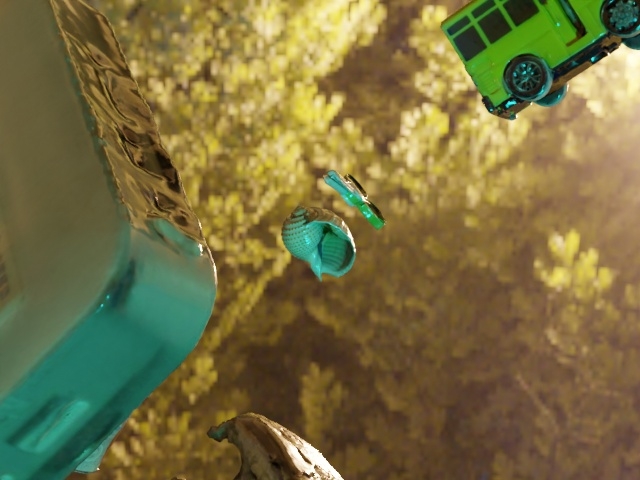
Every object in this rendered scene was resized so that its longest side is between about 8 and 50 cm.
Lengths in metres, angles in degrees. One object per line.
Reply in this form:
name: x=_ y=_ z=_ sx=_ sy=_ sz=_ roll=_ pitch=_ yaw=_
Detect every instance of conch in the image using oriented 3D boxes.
conch: x=0.000 y=-0.004 z=1.505 sx=0.076 sy=0.085 sz=0.057 roll=-13 pitch=-136 yaw=23

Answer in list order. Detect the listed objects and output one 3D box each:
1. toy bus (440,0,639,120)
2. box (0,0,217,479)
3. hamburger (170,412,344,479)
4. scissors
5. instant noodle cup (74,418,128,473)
toy bus: x=0.276 y=-0.255 z=1.563 sx=0.262 sy=0.150 sz=0.128 roll=-33 pitch=169 yaw=17
box: x=-0.266 y=0.038 z=1.002 sx=0.111 sy=0.396 sz=0.396 roll=33 pitch=-159 yaw=-40
hamburger: x=-0.020 y=0.289 z=1.155 sx=0.167 sy=0.192 sz=0.288 roll=-43 pitch=-148 yaw=2
scissors: x=0.045 y=-0.072 z=2.130 sx=0.101 sy=0.027 sz=0.204 roll=53 pitch=-172 yaw=18
instant noodle cup: x=-0.301 y=0.131 z=1.694 sx=0.243 sy=0.231 sz=0.243 roll=27 pitch=178 yaw=1
